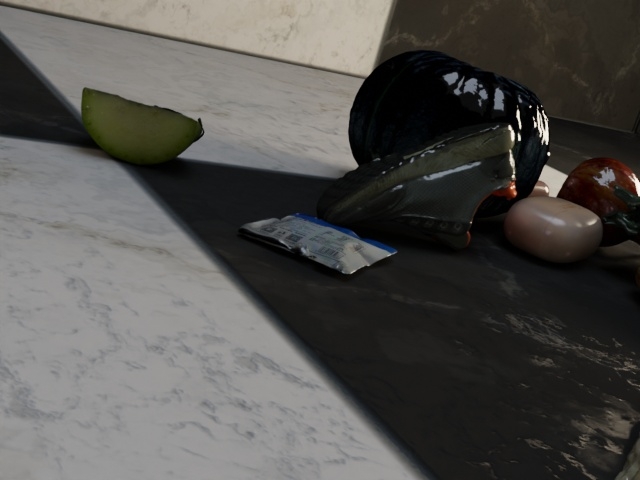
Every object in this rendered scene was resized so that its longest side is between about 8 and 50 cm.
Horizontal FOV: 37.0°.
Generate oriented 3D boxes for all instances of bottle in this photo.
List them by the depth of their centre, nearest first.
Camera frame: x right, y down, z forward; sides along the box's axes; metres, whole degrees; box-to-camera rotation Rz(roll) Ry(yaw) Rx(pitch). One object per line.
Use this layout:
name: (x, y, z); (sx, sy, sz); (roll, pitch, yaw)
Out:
bottle: (0.401, -0.102, 1.947); (0.140, 0.053, 0.053); (4, 20, -33)

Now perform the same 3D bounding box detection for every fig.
fig: (0.532, -0.051, 1.751); (0.207, 0.175, 0.175); (40, 22, 12)

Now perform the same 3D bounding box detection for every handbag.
handbag: (0.635, -0.002, 1.605); (0.260, 0.079, 0.247); (13, 12, -43)

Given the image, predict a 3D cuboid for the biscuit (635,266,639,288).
biscuit: (0.615, 0.098, 1.506); (0.277, 0.052, 0.262); (14, 14, -12)

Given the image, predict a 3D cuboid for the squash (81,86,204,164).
squash: (-0.284, -0.153, 1.485); (0.192, 0.085, 0.184); (16, -12, -6)

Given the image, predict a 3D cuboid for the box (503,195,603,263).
box: (0.394, -0.020, 1.613); (0.146, 0.088, 0.200); (29, 21, 29)

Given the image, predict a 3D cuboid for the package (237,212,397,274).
package: (0.000, 0.000, 1.300); (0.171, 0.027, 0.173); (20, 16, 24)

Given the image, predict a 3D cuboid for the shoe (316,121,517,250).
shoe: (0.161, -0.056, 1.465); (0.337, 0.171, 0.132); (-23, 13, -15)

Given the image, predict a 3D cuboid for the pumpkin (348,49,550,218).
pumpkin: (0.231, -0.188, 1.706); (0.363, 0.266, 0.363); (16, 12, -3)

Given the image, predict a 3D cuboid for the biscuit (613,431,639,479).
biscuit: (0.465, 0.234, 0.835); (0.446, 0.104, 0.429); (25, 18, 30)
